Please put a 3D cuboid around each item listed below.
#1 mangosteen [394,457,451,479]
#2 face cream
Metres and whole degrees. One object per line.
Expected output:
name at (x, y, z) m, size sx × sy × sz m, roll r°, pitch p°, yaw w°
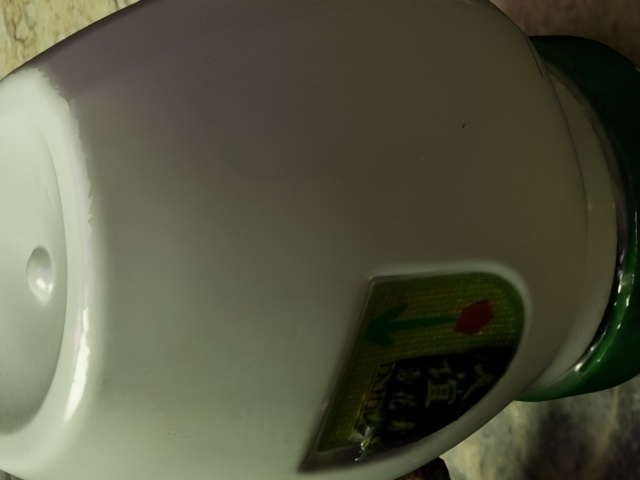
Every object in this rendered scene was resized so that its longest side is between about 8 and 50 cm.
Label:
mangosteen at (0.050, 0.286, 0.930) m, size 0.300 × 0.300 × 0.300 m, roll 14°, pitch 107°, yaw 54°
face cream at (0.000, 0.000, 0.897) m, size 0.219 × 0.357 × 0.312 m, roll 48°, pitch 133°, yaw 40°
